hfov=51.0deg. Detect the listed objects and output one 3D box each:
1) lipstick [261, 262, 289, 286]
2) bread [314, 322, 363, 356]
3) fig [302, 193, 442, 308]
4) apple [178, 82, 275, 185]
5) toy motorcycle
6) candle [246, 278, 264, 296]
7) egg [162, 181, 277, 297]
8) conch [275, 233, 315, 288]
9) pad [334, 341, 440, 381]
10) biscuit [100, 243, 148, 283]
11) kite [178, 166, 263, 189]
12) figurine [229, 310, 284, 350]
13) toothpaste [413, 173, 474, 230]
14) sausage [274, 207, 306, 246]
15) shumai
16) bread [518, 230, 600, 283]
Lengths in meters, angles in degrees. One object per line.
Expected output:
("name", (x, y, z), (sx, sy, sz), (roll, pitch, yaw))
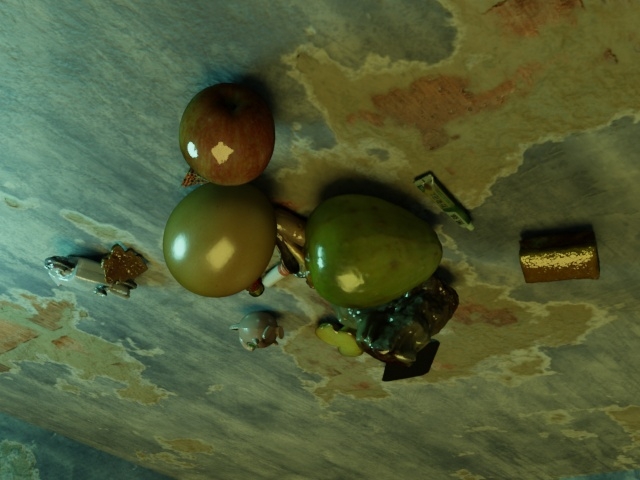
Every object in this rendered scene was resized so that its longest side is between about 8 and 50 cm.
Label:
("lipstick", (-0.110, 0.086, 1.821), (0.038, 0.038, 0.130), (28, 140, -26))
("bread", (0.065, 0.296, 2.064), (0.149, 0.065, 0.188), (6, 149, 22))
("fig", (0.121, 0.027, 1.521), (0.326, 0.258, 0.258), (3, 146, -14))
("apple", (-0.179, -0.208, 1.304), (0.188, 0.188, 0.174), (11, 140, -4))
("toy motorcycle", (-0.661, 0.101, 1.913), (0.260, 0.110, 0.171), (21, 159, -28))
("candle", (-0.200, 0.104, 1.854), (0.052, 0.052, 0.131), (-6, 143, 19))
("egg", (-0.227, -0.007, 1.535), (0.250, 0.250, 0.322), (20, 140, -16))
("conch", (-0.047, 0.053, 1.738), (0.232, 0.080, 0.086), (40, 114, -6))
("pad", (0.204, 0.379, 2.148), (0.323, 0.055, 0.250), (7, 144, 2))
("biscuit", (-0.543, 0.069, 1.860), (0.130, 0.019, 0.119), (12, 106, -33))
("kite", (-0.249, -0.168, 1.524), (0.222, 0.008, 0.125), (-4, 142, 17))
("figurine", (-0.189, 0.274, 2.028), (0.138, 0.125, 0.125), (-2, 145, 33))
("toothpaste", (0.286, -0.083, 1.514), (0.049, 0.031, 0.204), (-24, 131, 37))
("sausage", (-0.001, 0.002, 1.664), (0.301, 0.066, 0.066), (26, 141, -21))
("shumai", (0.185, 0.215, 1.733), (0.346, 0.283, 0.217), (-1, 142, 9))
("bread", (0.556, 0.040, 1.565), (0.172, 0.103, 0.132), (-8, 137, 22))
